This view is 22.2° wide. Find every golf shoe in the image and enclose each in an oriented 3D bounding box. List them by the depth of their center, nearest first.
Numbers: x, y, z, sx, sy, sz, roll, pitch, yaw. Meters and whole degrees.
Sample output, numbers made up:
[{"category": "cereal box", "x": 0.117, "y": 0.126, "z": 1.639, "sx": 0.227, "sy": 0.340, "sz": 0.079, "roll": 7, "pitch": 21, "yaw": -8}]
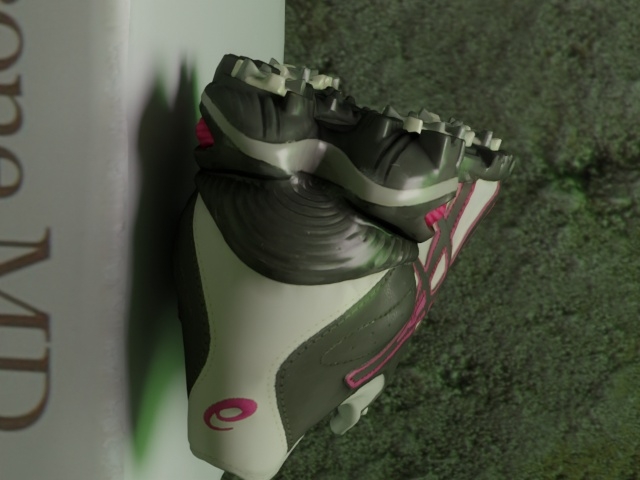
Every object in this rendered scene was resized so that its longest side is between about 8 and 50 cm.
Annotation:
[{"category": "golf shoe", "x": 0.000, "y": 0.000, "z": 0.591, "sx": 0.273, "sy": 0.105, "sz": 0.120, "roll": -20, "pitch": 128, "yaw": -77}]

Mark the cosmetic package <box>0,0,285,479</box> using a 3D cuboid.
[{"category": "cosmetic package", "x": -0.227, "y": -0.068, "z": 0.648, "sx": 0.327, "sy": 0.393, "sz": 0.329, "roll": -58, "pitch": 151, "yaw": -78}]
